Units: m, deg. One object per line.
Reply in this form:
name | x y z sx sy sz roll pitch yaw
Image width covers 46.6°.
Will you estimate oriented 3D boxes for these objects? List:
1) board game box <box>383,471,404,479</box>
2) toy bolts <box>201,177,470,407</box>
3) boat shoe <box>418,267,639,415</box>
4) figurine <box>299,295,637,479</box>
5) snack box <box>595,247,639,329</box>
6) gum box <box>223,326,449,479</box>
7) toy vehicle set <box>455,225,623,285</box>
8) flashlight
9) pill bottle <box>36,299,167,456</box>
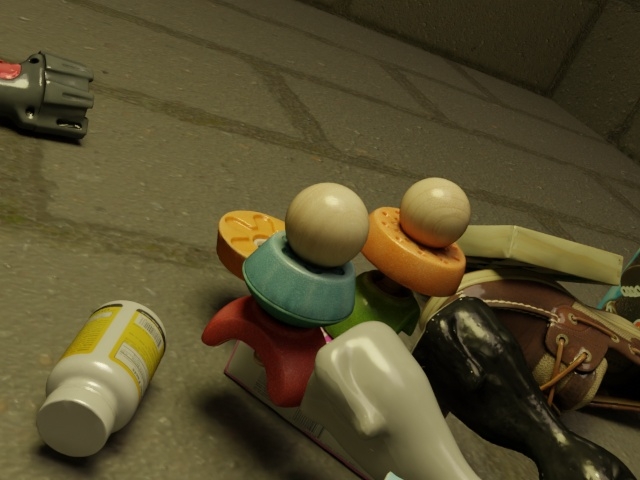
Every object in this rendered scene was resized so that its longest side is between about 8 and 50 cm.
board game box | 0.111 0.258 0.339 0.275 0.142 0.144 24 23 17
toy bolts | 0.000 0.000 0.609 0.218 0.158 0.228 34 26 16
boat shoe | 0.269 0.130 0.829 0.342 0.123 0.123 21 23 -28
figurine | 0.117 0.146 0.528 0.215 0.092 0.209 -6 42 -48
snack box | 0.464 0.133 0.925 0.060 0.187 0.322 19 25 -15
gum box | 0.017 0.122 0.655 0.188 0.062 0.107 34 26 15
toy vehicle set | 0.210 0.016 0.919 0.166 0.035 0.267 13 -5 -25
flashlight | -0.407 -0.195 0.810 0.304 0.103 0.103 6 29 -36
pill bottle | -0.156 0.097 0.531 0.065 0.065 0.116 24 24 -5
